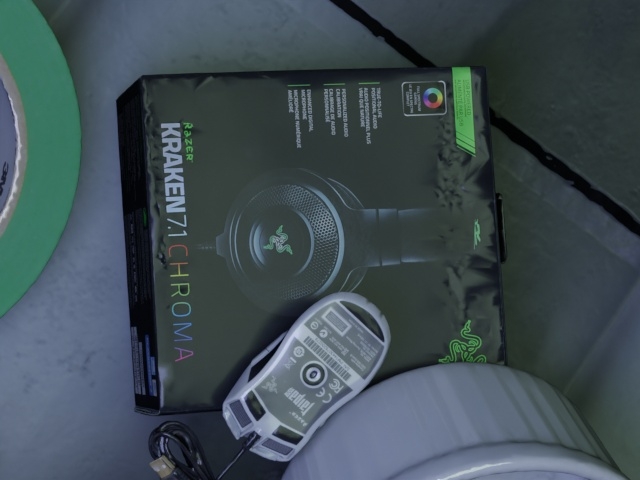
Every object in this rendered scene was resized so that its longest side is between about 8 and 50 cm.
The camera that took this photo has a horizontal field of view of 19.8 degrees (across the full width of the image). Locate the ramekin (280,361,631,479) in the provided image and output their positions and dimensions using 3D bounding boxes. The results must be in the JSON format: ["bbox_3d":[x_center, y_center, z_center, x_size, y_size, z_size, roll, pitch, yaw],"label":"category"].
[{"bbox_3d":[0.098,0.219,1.329,0.277,0.135,0.277,-8,128,-11],"label":"ramekin"}]

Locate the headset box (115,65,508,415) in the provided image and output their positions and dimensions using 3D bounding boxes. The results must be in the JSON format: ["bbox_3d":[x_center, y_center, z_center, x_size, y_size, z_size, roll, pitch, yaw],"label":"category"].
[{"bbox_3d":[0.000,0.000,1.381,0.283,0.131,0.246,-2,87,-15],"label":"headset box"}]

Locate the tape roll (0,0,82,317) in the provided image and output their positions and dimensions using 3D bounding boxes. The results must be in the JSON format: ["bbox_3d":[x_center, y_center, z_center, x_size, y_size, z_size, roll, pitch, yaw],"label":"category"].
[{"bbox_3d":[-0.330,-0.068,1.284,0.321,0.077,0.321,-4,100,-25],"label":"tape roll"}]

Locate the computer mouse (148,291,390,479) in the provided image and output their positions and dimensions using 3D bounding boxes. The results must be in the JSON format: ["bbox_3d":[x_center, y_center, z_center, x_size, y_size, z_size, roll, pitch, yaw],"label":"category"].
[{"bbox_3d":[-0.028,0.116,1.282,0.106,0.042,0.193,45,88,-9],"label":"computer mouse"}]
